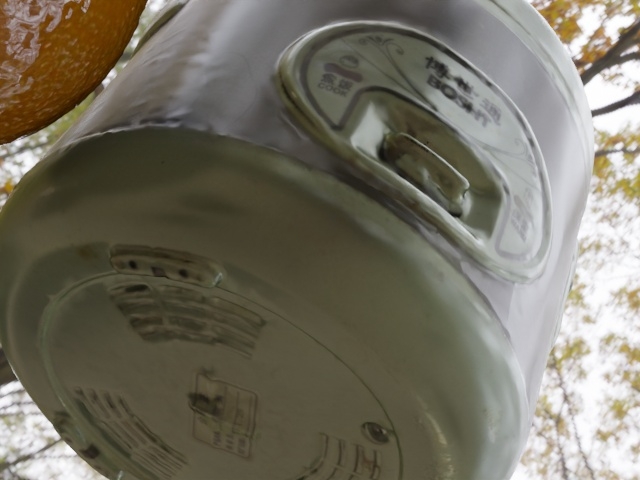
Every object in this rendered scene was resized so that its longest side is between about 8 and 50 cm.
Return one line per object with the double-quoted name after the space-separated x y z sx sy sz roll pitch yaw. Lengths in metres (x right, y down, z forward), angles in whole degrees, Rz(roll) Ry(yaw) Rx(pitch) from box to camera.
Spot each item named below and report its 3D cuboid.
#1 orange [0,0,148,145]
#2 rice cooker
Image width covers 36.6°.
-0.156 -0.124 0.350 0.206 0.206 0.206 18 -57 29 "orange"
0.002 -0.003 0.522 0.288 0.277 0.288 15 -45 16 "rice cooker"
